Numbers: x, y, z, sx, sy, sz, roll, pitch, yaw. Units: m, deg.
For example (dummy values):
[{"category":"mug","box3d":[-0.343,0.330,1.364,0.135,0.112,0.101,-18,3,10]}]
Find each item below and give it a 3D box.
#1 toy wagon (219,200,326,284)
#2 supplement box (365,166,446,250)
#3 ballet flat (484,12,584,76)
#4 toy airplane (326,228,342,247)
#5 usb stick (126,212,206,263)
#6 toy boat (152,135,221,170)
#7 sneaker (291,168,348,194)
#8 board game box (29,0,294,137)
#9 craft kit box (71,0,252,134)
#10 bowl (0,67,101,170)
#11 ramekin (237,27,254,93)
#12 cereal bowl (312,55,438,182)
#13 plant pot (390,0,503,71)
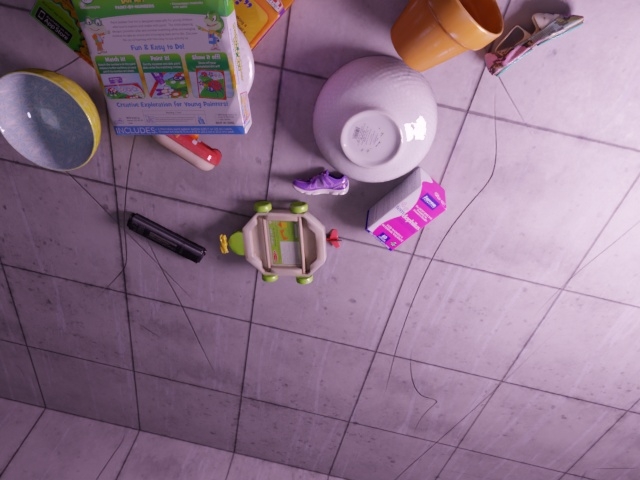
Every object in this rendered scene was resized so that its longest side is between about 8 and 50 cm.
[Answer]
[{"category":"toy wagon","box3d":[-0.154,0.004,1.586,0.343,0.068,0.268,2,114,12]},{"category":"supplement box","box3d":[0.247,-0.089,1.438,0.111,0.114,0.220,38,122,-17]},{"category":"ballet flat","box3d":[0.483,-0.469,1.137,0.221,0.077,0.079,-28,98,28]},{"category":"toy airplane","box3d":[0.000,0.000,1.602,0.151,0.028,0.151,5,117,10]},{"category":"usb stick","box3d":[-0.524,-0.006,1.687,0.277,0.045,0.077,28,134,-11]},{"category":"toy boat","box3d":[-0.366,-0.310,1.387,0.231,0.151,0.151,33,95,-15]},{"category":"sneaker","box3d":[-0.001,-0.176,1.461,0.169,0.068,0.071,0,112,0]},{"category":"board game box","box3d":[-0.292,-0.523,1.052,0.356,0.357,0.356,41,123,-19]},{"category":"craft kit box","box3d":[-0.255,-0.299,0.819,0.249,0.061,0.247,2,129,8]},{"category":"bowl","box3d":[-0.738,-0.357,1.388,0.289,0.156,0.290,5,127,7]},{"category":"ramekin","box3d":[-0.235,-0.312,0.907,0.206,0.109,0.207,5,127,7]},{"category":"cereal bowl","box3d":[0.138,-0.291,1.288,0.338,0.141,0.339,5,129,6]},{"category":"plant pot","box3d":[0.264,-0.484,1.094,0.205,0.205,0.187,40,139,-19]}]
